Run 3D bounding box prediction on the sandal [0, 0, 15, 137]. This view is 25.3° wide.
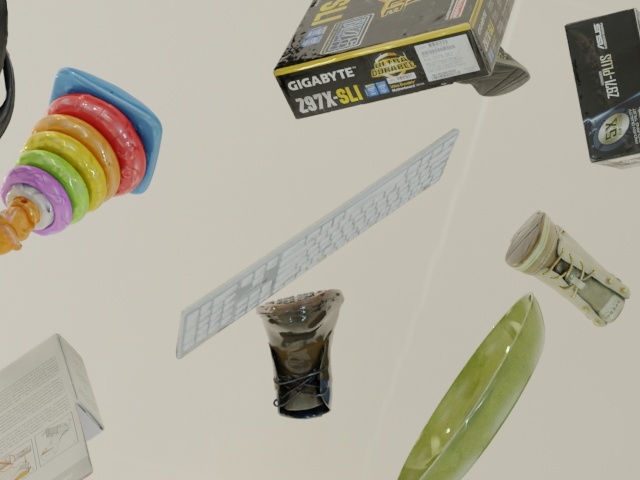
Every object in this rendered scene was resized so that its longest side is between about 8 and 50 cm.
[{"bbox_3d":[-0.438,-0.140,1.667,0.107,0.167,0.446,-28,-31,-49],"label":"sandal"}]

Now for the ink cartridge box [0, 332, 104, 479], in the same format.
[{"bbox_3d":[-0.384,0.274,1.625,0.296,0.066,0.261,-34,38,3],"label":"ink cartridge box"}]

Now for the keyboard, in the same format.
[{"bbox_3d":[0.000,0.000,1.019,0.256,0.014,0.072,-35,-13,-24],"label":"keyboard"}]

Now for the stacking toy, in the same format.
[{"bbox_3d":[-0.354,-0.072,1.879,0.302,0.175,0.166,-55,-9,-44],"label":"stacking toy"}]

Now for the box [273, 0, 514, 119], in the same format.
[{"bbox_3d":[0.107,-0.285,1.770,0.079,0.257,0.322,63,-150,-28],"label":"box"}]

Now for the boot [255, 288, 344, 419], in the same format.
[{"bbox_3d":[-0.010,0.105,1.282,0.219,0.082,0.106,86,173,-82],"label":"boot"}]

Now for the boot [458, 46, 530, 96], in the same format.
[{"bbox_3d":[0.242,-0.333,2.300,0.085,0.236,0.178,-32,67,30],"label":"boot"}]

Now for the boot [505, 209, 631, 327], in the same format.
[{"bbox_3d":[0.318,0.043,1.814,0.077,0.165,0.213,-48,-1,12],"label":"boot"}]

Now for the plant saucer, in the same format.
[{"bbox_3d":[0.149,0.159,1.369,0.241,0.037,0.241,-55,-1,-2],"label":"plant saucer"}]

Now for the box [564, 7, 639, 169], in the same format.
[{"bbox_3d":[0.327,-0.157,1.515,0.180,0.077,0.147,-3,-98,-67],"label":"box"}]
